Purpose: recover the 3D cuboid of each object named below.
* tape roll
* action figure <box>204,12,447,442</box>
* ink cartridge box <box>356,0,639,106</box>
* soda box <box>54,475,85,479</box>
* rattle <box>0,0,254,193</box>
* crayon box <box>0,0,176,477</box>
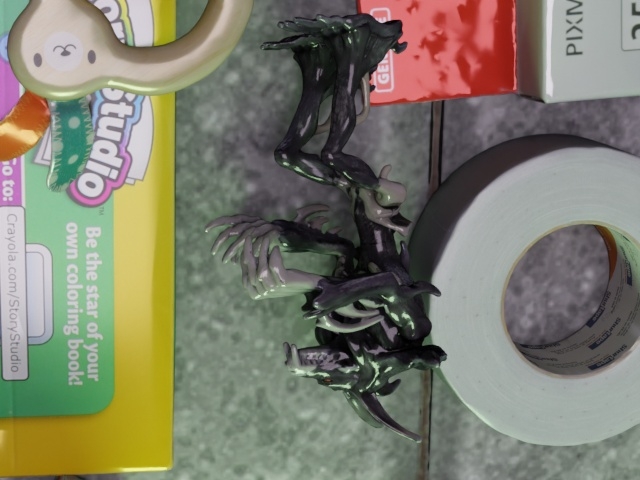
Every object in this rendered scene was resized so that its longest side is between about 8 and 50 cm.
[{"bbox_3d":[0.174,0.035,0.773,0.219,0.072,0.219,-3,103,-11],"label":"tape roll"},{"bbox_3d":[0.000,0.000,0.693,0.141,0.164,0.275,-6,94,-21],"label":"action figure"},{"bbox_3d":[0.143,-0.230,0.715,0.239,0.060,0.275,-6,104,-10],"label":"ink cartridge box"},{"bbox_3d":[-0.164,0.223,0.693,0.058,0.183,0.063,31,97,-15],"label":"soda box"},{"bbox_3d":[-0.104,-0.108,0.554,0.199,0.143,0.130,-48,126,-8],"label":"rattle"},{"bbox_3d":[-0.248,-0.038,0.659,0.313,0.106,0.362,0,102,-13],"label":"crayon box"}]
